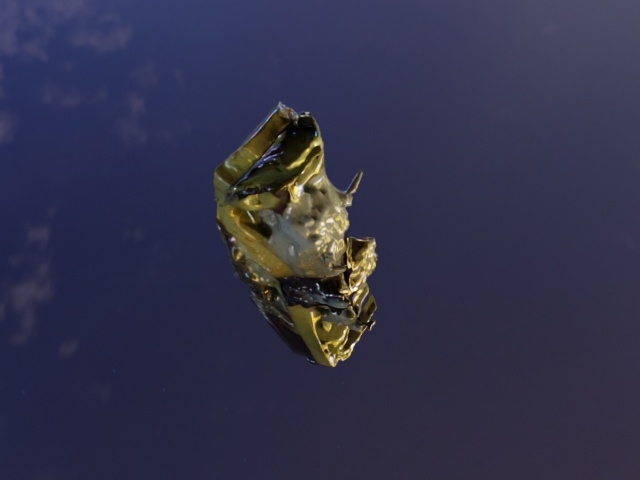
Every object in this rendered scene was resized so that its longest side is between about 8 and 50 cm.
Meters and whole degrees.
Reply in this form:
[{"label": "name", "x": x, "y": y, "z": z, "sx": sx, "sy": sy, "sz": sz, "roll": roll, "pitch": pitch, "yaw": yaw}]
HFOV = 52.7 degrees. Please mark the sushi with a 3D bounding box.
[{"label": "sushi", "x": -0.006, "y": -0.002, "z": 0.593, "sx": 0.131, "sy": 0.291, "sz": 0.139, "roll": 13, "pitch": -125, "yaw": 31}]
